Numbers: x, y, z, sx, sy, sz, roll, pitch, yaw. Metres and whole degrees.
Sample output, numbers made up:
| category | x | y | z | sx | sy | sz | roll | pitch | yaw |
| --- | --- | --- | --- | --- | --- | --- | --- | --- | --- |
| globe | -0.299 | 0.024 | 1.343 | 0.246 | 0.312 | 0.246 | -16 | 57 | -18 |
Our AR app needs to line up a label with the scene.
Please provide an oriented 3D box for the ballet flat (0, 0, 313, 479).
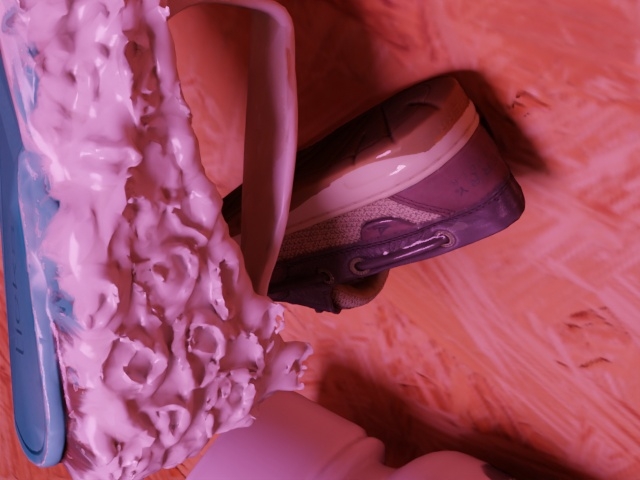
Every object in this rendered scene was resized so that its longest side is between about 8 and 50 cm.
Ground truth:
| category | x | y | z | sx | sy | sz | roll | pitch | yaw |
| --- | --- | --- | --- | --- | --- | --- | --- | --- | --- |
| ballet flat | -0.081 | -0.106 | 0.685 | 0.147 | 0.147 | 0.409 | 7 | 112 | 39 |

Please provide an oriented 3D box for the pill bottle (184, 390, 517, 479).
| category | x | y | z | sx | sy | sz | roll | pitch | yaw |
| --- | --- | --- | --- | --- | --- | --- | --- | --- | --- |
| pill bottle | 0.092 | 0.230 | 0.865 | 0.361 | 0.204 | 0.204 | 29 | 145 | 16 |

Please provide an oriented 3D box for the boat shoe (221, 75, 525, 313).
| category | x | y | z | sx | sy | sz | roll | pitch | yaw |
| --- | --- | --- | --- | --- | --- | --- | --- | --- | --- |
| boat shoe | 0.001 | -0.001 | 0.792 | 0.073 | 0.080 | 0.223 | 52 | 140 | -10 |
